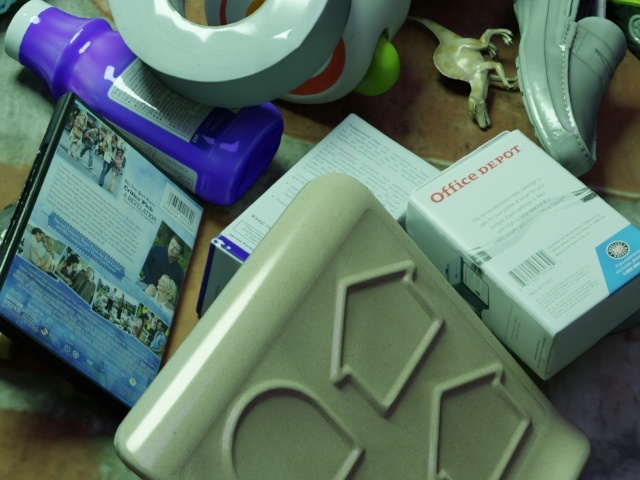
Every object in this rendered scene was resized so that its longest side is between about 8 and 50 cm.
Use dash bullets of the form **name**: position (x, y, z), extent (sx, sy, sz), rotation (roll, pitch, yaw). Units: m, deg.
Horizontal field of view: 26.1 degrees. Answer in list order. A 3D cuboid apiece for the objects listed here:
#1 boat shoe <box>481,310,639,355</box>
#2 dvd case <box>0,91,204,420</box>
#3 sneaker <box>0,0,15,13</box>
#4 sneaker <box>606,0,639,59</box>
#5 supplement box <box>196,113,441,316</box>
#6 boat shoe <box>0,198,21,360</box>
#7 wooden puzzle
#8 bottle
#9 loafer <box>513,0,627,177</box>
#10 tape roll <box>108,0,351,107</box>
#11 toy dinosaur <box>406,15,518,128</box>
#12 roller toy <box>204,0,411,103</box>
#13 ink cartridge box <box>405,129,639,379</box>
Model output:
- **boat shoe**: position (0.231, 0.044, 1.310), extent (0.258, 0.095, 0.084), rotation (-10, 59, -22)
- **dvd case**: position (-0.193, 0.011, 1.211), extent (0.180, 0.022, 0.253), rotation (42, 42, -31)
- **sneaker**: position (-0.344, -0.286, 1.408), extent (0.150, 0.135, 0.365), rotation (0, 53, -10)
- **sneaker**: position (0.393, -0.327, 1.619), extent (0.147, 0.145, 0.384), rotation (-23, 62, -28)
- **supplement box**: position (0.000, 0.000, 1.278), extent (0.114, 0.111, 0.220), rotation (34, 52, 13)
- **boat shoe**: position (-0.269, 0.001, 1.231), extent (0.073, 0.080, 0.223), rotation (18, 54, -6)
- **wooden puzzle**: position (0.034, 0.167, 1.117), extent (0.348, 0.080, 0.322), rotation (46, 54, -14)
- **bottle**: position (-0.179, -0.144, 1.361), extent (0.283, 0.092, 0.118), rotation (30, 50, 11)
- **loafer**: position (0.274, -0.200, 1.494), extent (0.112, 0.112, 0.319), rotation (-15, 48, 21)
- **tape roll**: position (-0.084, -0.237, 1.281), extent (0.219, 0.072, 0.219), rotation (-3, 76, 12)
- **toy dinosaur**: position (0.161, -0.208, 1.523), extent (0.093, 0.053, 0.183), rotation (-15, 57, -22)
- **roller toy**: position (-0.010, -0.254, 1.423), extent (0.191, 0.209, 0.146), rotation (4, 42, 32)
- **ink cartridge box**: position (0.187, 0.008, 1.237), extent (0.140, 0.082, 0.191), rotation (-32, 58, -23)
